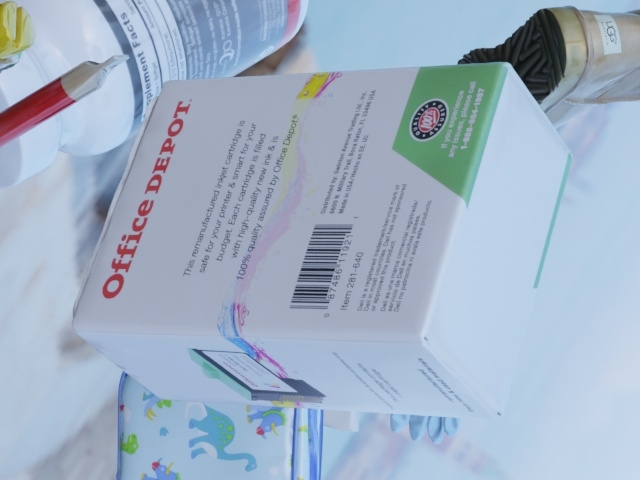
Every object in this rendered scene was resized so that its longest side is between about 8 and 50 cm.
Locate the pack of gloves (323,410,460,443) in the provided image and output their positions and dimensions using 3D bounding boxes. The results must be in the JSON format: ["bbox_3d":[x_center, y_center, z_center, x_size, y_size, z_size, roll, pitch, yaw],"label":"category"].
[{"bbox_3d":[0.063,0.117,2.041,0.046,0.195,0.232,-62,160,-45],"label":"pack of gloves"}]

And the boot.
[{"bbox_3d":[0.265,-0.131,1.550,0.236,0.269,0.089,153,-71,-66],"label":"boot"}]

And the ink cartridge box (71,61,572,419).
[{"bbox_3d":[0.000,0.000,1.260,0.117,0.278,0.201,46,53,-46],"label":"ink cartridge box"}]

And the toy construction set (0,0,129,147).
[{"bbox_3d":[-0.239,-0.176,1.303,0.237,0.257,0.309,-27,153,22],"label":"toy construction set"}]

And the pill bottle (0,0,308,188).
[{"bbox_3d":[-0.203,-0.209,1.856,0.363,0.210,0.210,-34,164,-32],"label":"pill bottle"}]

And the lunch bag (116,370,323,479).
[{"bbox_3d":[-0.083,0.199,1.639,0.090,0.176,0.219,22,68,-72],"label":"lunch bag"}]
